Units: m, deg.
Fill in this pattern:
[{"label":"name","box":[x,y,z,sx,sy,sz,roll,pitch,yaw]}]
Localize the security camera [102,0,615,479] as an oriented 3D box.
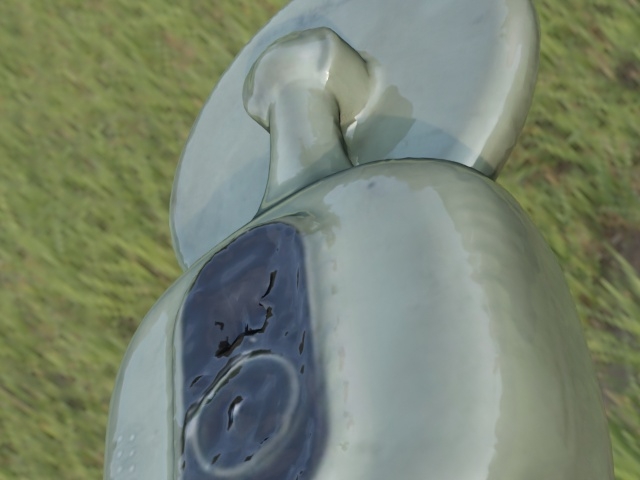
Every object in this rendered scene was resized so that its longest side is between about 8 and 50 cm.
[{"label":"security camera","box":[0.000,0.000,0.511,0.157,0.080,0.302,-33,39,25]}]
